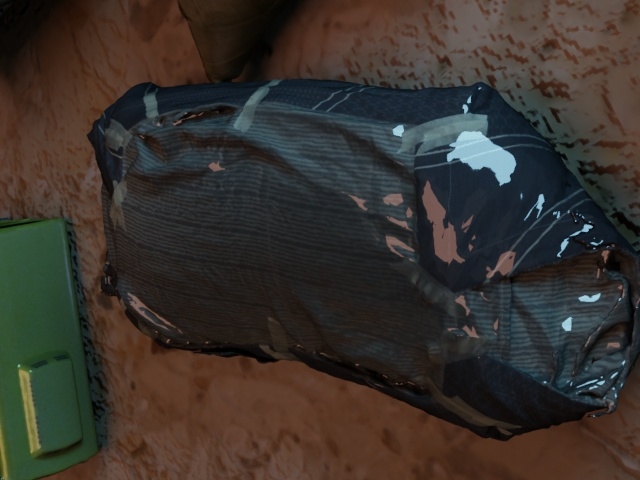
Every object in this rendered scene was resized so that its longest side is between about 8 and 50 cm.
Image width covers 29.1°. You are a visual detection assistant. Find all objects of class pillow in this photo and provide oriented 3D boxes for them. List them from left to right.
[{"bbox_3d":[0.000,0.000,0.603,0.335,0.092,0.161,7,114,39],"label":"pillow"}]

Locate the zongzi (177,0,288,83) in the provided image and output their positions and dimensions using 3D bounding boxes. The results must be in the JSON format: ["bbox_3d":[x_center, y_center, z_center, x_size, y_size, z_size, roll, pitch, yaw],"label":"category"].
[{"bbox_3d":[-0.004,-0.154,0.579,0.194,0.099,0.197,9,125,33],"label":"zongzi"}]

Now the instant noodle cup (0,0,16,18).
[{"bbox_3d":[-0.252,-0.203,0.688,0.190,0.251,0.251,-29,81,32],"label":"instant noodle cup"}]

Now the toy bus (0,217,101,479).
[{"bbox_3d":[-0.207,0.075,0.805,0.101,0.088,0.175,-3,97,40],"label":"toy bus"}]
